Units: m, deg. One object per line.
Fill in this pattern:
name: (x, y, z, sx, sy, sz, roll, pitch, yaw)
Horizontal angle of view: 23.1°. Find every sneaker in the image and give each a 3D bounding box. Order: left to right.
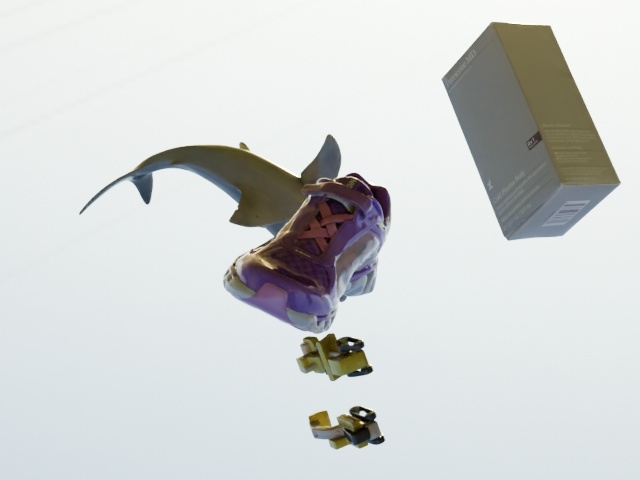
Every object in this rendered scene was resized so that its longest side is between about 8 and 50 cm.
sneaker: (0.000, 0.000, 1.260, 0.095, 0.104, 0.236, 30, -161, 10)

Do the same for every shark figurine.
shark figurine: (-0.091, -0.042, 1.540, 0.278, 0.166, 0.116, 22, -146, 9)

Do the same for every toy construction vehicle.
toy construction vehicle: (0.008, 0.109, 1.126, 0.035, 0.086, 0.098, -24, -165, -22)

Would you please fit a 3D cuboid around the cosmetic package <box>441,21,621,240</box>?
cosmetic package: (0.248, -0.133, 1.865, 0.107, 0.127, 0.238, -4, -120, -34)
